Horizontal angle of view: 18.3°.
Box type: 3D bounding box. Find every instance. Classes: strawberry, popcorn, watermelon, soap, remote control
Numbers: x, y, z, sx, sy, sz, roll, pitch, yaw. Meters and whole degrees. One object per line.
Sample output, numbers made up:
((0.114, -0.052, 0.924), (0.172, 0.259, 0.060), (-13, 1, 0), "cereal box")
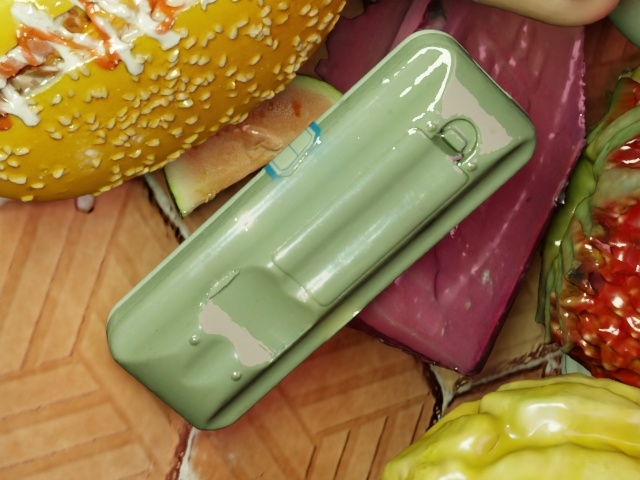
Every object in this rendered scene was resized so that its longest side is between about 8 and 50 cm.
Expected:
((0.349, 0.019, 1.631), (0.343, 0.292, 0.292), (16, 87, -9), "strawberry")
((0.168, 0.279, 1.560), (0.390, 0.344, 0.354), (4, 86, -10), "popcorn")
((-0.058, -0.066, 1.467), (0.163, 0.087, 0.069), (-29, 148, -22), "watermelon")
((0.095, -0.077, 1.561), (0.220, 0.127, 0.325), (33, 76, -42), "soap")
((0.000, 0.000, 1.418), (0.335, 0.065, 0.128), (-42, 117, 12), "remote control")

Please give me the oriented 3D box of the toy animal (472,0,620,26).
((0.111, -0.275, 1.398), (0.269, 0.326, 0.237), (-37, 141, 5), "toy animal")

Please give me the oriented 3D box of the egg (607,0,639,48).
((0.370, -0.299, 1.688), (0.371, 0.230, 0.230), (-50, 127, -27), "egg")

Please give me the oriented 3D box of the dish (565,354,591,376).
((0.357, 0.096, 1.830), (0.303, 0.120, 0.303), (-8, 103, -40), "dish")

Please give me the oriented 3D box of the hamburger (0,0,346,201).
((-0.120, -0.138, 1.285), (0.295, 0.151, 0.227), (-36, 146, -7), "hamburger")

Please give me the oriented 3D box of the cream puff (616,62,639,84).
((0.328, -0.115, 1.770), (0.133, 0.119, 0.104), (-16, 131, -10), "cream puff")
